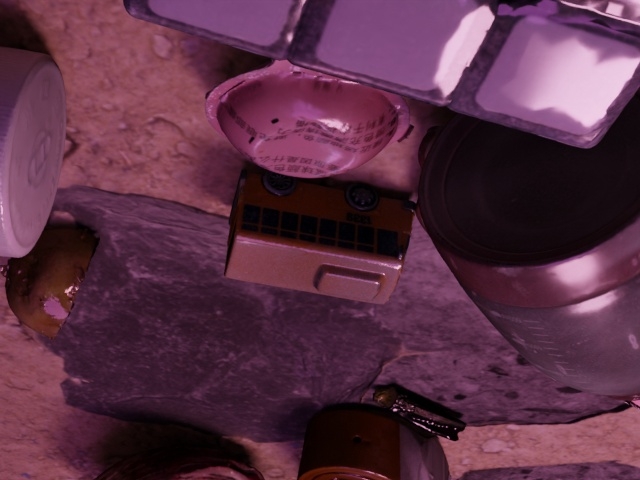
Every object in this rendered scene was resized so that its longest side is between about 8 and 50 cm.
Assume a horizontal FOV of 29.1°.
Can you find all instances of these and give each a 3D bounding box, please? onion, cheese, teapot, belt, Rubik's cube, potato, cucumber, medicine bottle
[{"bbox_3d":[-0.187,0.360,1.707,0.314,0.146,0.280,36,157,-33],"label":"onion"},{"bbox_3d":[-0.003,-0.124,1.060,0.189,0.074,0.286,4,157,-9],"label":"cheese"},{"bbox_3d":[0.221,0.012,1.143,0.315,0.233,0.312,19,154,42],"label":"teapot"},{"bbox_3d":[0.074,0.322,1.643,0.184,0.105,0.261,-16,135,28],"label":"belt"},{"bbox_3d":[0.080,-0.280,0.694,0.304,0.301,0.305,13,141,-10],"label":"Rubik's cube"},{"bbox_3d":[-0.315,0.054,1.347,0.089,0.100,0.172,24,142,-16],"label":"potato"},{"bbox_3d":[0.125,0.219,1.559,0.135,0.033,0.034,29,174,-28],"label":"cucumber"},{"bbox_3d":[-0.406,-0.089,1.091,0.332,0.190,0.190,4,142,1],"label":"medicine bottle"}]

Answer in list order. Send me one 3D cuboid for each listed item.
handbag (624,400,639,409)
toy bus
[{"bbox_3d":[0.383,0.096,1.302,0.205,0.116,0.179,-29,132,34],"label":"handbag"},{"bbox_3d":[0.000,0.000,1.230,0.182,0.103,0.091,10,143,-8],"label":"toy bus"}]
